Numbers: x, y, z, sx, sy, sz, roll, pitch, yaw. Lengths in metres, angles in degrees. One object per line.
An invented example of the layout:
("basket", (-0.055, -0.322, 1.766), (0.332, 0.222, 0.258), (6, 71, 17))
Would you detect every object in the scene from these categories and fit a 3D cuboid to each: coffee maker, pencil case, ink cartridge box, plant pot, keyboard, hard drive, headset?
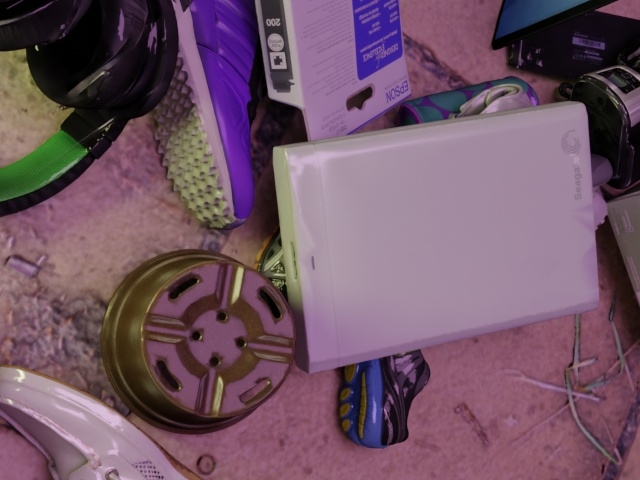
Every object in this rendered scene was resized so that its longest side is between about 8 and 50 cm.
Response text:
("coffee maker", (0.357, -0.129, 1.465), (0.178, 0.120, 0.171), (-29, 115, -19))
("pencil case", (0.148, -0.120, 1.399), (0.151, 0.064, 0.070), (-18, 84, -28))
("ink cartridge box", (0.013, -0.205, 1.290), (0.206, 0.045, 0.208), (-36, 123, -52))
("ink cartridge box", (0.407, 0.004, 1.524), (0.235, 0.056, 0.171), (-25, 96, -52))
("plant pot", (-0.096, 0.082, 1.167), (0.166, 0.165, 0.167), (1, 84, -12))
("keyboard", (0.282, -0.195, 1.500), (0.180, 0.023, 0.108), (6, 88, -26))
("hard drive", (0.113, -0.008, 1.279), (0.307, 0.040, 0.203), (-10, 102, -22))
("headset", (-0.193, -0.180, 1.101), (0.394, 0.185, 0.243), (-54, 144, 0))

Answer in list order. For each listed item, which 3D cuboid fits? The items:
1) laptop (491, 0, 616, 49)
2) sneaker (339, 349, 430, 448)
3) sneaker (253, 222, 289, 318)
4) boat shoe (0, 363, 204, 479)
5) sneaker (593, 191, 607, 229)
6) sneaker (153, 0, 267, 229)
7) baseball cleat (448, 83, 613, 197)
("laptop", (0.213, -0.356, 1.369), (0.136, 0.234, 0.264), (-36, 100, -27))
("sneaker", (0.066, 0.106, 1.333), (0.078, 0.067, 0.188), (16, 77, -40))
("sneaker", (0.000, 0.000, 1.296), (0.084, 0.083, 0.215), (22, 75, -25))
("boat shoe", (-0.176, 0.209, 1.167), (0.277, 0.098, 0.096), (39, 66, -19))
("sneaker", (0.193, -0.008, 1.400), (0.235, 0.090, 0.095), (-30, 84, -30))
("sneaker", (-0.080, -0.161, 1.265), (0.146, 0.102, 0.294), (-14, 89, -29))
("baseball cleat", (0.212, -0.097, 1.363), (0.205, 0.072, 0.110), (-3, 105, -34))
